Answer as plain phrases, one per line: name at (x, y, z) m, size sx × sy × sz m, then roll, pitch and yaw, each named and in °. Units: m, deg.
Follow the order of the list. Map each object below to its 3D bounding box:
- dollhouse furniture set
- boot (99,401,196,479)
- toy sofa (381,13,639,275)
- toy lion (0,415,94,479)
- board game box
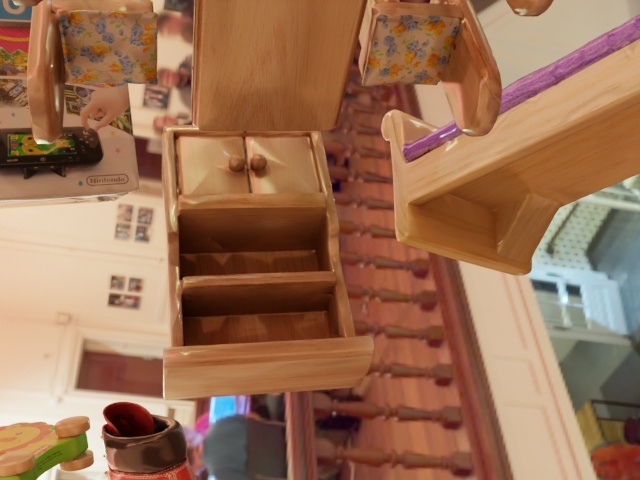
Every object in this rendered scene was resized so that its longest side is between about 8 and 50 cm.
dollhouse furniture set at (-0.023, -0.052, 0.372) m, size 0.242 × 0.212 × 0.161 m, roll 105°, pitch 159°, yaw -53°
boot at (-0.191, 0.242, 0.754) m, size 0.244 × 0.088 × 0.176 m, roll -20°, pitch 92°, yaw 42°
toy sofa at (0.213, -0.115, 0.545) m, size 0.362 × 0.150 × 0.177 m, roll -27°, pitch 58°, yaw 48°
toy lion at (-0.208, 0.143, 0.520) m, size 0.100 × 0.096 × 0.034 m, roll -26°, pitch -69°, yaw -73°
board game box at (-0.296, -0.181, 0.692) m, size 0.097 × 0.224 × 0.303 m, roll -8°, pitch 89°, yaw 62°
